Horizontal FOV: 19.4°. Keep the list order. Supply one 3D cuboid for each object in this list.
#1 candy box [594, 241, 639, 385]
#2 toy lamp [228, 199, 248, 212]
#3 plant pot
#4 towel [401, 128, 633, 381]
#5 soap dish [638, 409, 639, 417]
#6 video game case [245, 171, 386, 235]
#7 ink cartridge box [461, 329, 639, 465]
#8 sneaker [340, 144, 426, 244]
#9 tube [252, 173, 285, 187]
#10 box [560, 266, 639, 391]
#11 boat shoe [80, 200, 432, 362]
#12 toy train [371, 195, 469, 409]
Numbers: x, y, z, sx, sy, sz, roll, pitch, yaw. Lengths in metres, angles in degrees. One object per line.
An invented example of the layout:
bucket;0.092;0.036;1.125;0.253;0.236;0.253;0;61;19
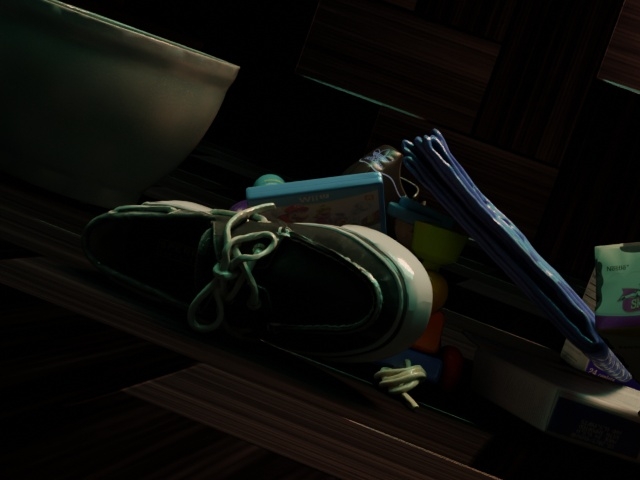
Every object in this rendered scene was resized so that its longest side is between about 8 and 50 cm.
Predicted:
candy box;0.312;0.069;1.426;0.159;0.071;0.233;-6;-24;22
toy lamp;-0.013;0.020;1.877;0.080;0.080;0.274;17;5;-34
plant pot;-0.257;-0.148;2.068;0.293;0.196;0.293;19;5;-2
towel;0.186;0.021;1.663;0.243;0.040;0.336;49;5;15
soap dish;0.401;0.181;1.325;0.290;0.118;0.229;15;16;-30
video game case;0.000;0.000;1.679;0.119;0.015;0.166;-7;-36;0
ink cartridge box;0.248;0.152;1.635;0.223;0.045;0.224;19;4;-18
sneaker;0.072;-0.004;1.910;0.081;0.090;0.232;38;-16;32
tube;-0.062;-0.046;2.647;0.080;0.052;0.207;9;13;-10
box;0.340;0.092;2.129;0.072;0.137;0.126;20;5;-8
boat shoe;-0.059;0.023;1.472;0.306;0.113;0.105;20;10;35
toy train;0.083;0.048;1.555;0.105;0.143;0.248;18;5;-11
